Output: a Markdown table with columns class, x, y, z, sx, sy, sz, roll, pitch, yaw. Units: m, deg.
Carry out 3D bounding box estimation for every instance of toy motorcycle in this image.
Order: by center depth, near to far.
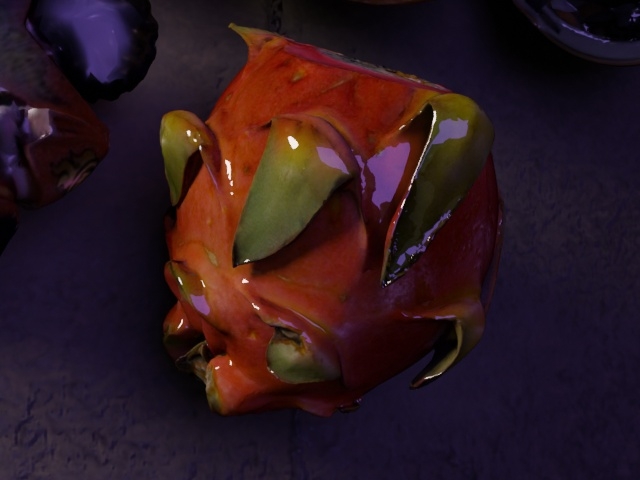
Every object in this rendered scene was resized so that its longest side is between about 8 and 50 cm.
| class | x | y | z | sx | sy | sz | roll | pitch | yaw |
| --- | --- | --- | --- | --- | --- | --- | --- | --- | --- |
| toy motorcycle | -0.286 | -0.084 | 0.686 | 0.401 | 0.134 | 0.207 | 7 | 69 | -23 |

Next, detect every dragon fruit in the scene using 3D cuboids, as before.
| class | x | y | z | sx | sy | sz | roll | pitch | yaw |
| --- | --- | --- | --- | --- | --- | --- | --- | --- | --- |
| dragon fruit | 0.004 | -0.004 | 0.744 | 0.224 | 0.224 | 0.227 | 8 | 96 | -22 |

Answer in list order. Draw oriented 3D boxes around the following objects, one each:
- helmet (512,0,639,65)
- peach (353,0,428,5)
| class | x | y | z | sx | sy | sz | roll | pitch | yaw |
| --- | --- | --- | --- | --- | --- | --- | --- | --- | --- |
| helmet | 0.226 | -0.230 | 0.930 | 0.198 | 0.130 | 0.224 | -9 | 78 | 16 |
| peach | 0.024 | -0.344 | 0.819 | 0.306 | 0.242 | 0.380 | 11 | 80 | 25 |
